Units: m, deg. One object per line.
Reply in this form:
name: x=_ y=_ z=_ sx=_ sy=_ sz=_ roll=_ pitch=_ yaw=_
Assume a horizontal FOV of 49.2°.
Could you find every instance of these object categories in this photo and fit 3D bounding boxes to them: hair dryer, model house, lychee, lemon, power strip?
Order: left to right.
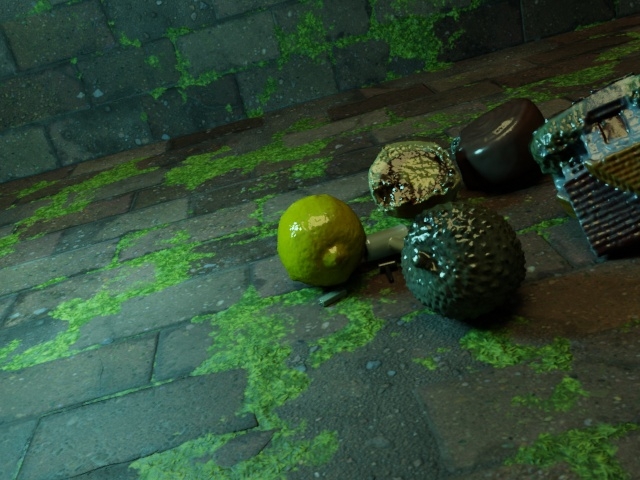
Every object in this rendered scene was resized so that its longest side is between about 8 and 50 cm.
lemon: x=0.000 y=0.000 z=1.783 sx=0.233 sy=0.234 sz=0.288 roll=-18 pitch=27 yaw=-8
power strip: x=0.028 y=0.139 z=1.721 sx=0.083 sy=0.017 sz=0.027 roll=-28 pitch=26 yaw=-27
hair dryer: x=0.174 y=0.078 z=1.761 sx=0.047 sy=0.026 sz=0.083 roll=-15 pitch=28 yaw=2
hair dryer: x=0.199 y=0.023 z=1.764 sx=0.131 sy=0.073 sz=0.236 roll=-17 pitch=16 yaw=-17
lychee: x=0.305 y=0.041 z=1.499 sx=0.274 sy=0.255 sz=0.255 roll=-9 pitch=17 yaw=-37
model house: x=0.707 y=-0.137 z=1.595 sx=0.360 sy=0.297 sz=0.339 roll=-25 pitch=48 yaw=25

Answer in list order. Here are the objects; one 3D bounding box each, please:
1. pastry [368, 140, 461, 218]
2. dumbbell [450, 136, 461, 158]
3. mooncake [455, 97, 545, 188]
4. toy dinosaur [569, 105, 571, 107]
pastry: x=0.270 y=-0.161 z=2.037 sx=0.255 sy=0.170 sz=0.237 roll=-14 pitch=48 yaw=2
dumbbell: x=0.506 y=-0.338 z=2.394 sx=0.081 sy=0.082 sz=0.254 roll=3 pitch=30 yaw=34
mooncake: x=0.544 y=-0.302 z=2.137 sx=0.326 sy=0.174 sz=0.333 roll=-43 pitch=20 yaw=-26
toy dinosaur: x=0.828 y=-0.375 z=2.298 sx=0.259 sy=0.094 sz=0.153 roll=-26 pitch=22 yaw=-4
